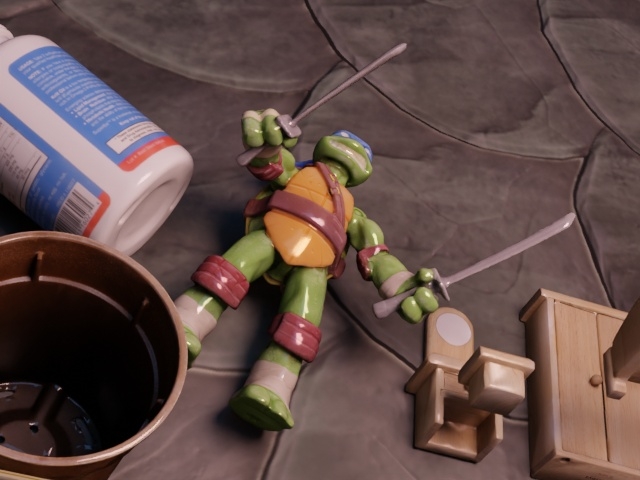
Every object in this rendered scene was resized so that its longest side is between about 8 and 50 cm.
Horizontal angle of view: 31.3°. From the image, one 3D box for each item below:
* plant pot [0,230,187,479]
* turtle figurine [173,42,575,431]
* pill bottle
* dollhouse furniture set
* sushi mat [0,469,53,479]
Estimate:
[{"bbox_3d":[-0.188,0.109,0.766,0.167,0.165,0.167,12,51,-14],"label":"plant pot"},{"bbox_3d":[0.000,0.000,0.887,0.275,0.197,0.266,10,58,39],"label":"turtle figurine"},{"bbox_3d":[-0.223,-0.088,0.929,0.221,0.124,0.124,40,50,8],"label":"pill bottle"},{"bbox_3d":[0.272,0.041,0.892,0.303,0.355,0.173,15,50,-12],"label":"dollhouse furniture set"},{"bbox_3d":[-0.200,0.156,0.682,0.317,0.151,0.019,10,61,5],"label":"sushi mat"}]
